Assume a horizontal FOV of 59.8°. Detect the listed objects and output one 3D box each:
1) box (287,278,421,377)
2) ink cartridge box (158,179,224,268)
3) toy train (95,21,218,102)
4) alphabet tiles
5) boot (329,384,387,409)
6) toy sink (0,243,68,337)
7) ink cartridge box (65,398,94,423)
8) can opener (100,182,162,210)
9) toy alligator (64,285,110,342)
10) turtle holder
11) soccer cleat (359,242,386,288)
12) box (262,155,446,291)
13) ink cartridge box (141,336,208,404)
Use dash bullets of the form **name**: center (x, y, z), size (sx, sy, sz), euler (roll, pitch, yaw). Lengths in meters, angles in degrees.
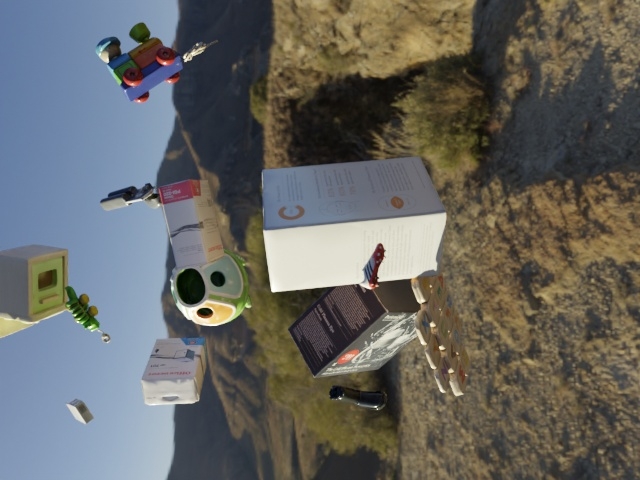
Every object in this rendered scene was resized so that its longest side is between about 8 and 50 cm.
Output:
- **box**: center (0.141, 0.240, 1.666), size (0.312, 0.343, 0.179), euler (-48, 58, 24)
- **ink cartridge box**: center (-0.333, -0.043, 1.461), size (0.158, 0.092, 0.217), euler (-38, -65, -83)
- **toy train**: center (-0.379, -0.444, 1.285), size (0.143, 0.248, 0.105), euler (51, 167, 4)
- **alphabet tiles**: center (0.267, 0.185, 1.215), size (0.284, 0.021, 0.278), euler (67, -153, -12)
- **boot**: center (0.086, 0.372, 1.330), size (0.121, 0.099, 0.045), euler (-22, 49, 54)
- **toy sink**: center (-0.770, 0.141, 1.486), size (0.153, 0.131, 0.234), euler (-29, -55, -73)
- **ink cartridge box**: center (-0.704, 0.495, 1.623), size (0.115, 0.029, 0.063), euler (-11, 109, 52)
- **can opener**: center (-0.627, -0.128, 1.857), size (0.095, 0.283, 0.076), euler (57, -131, -26)
- **toy alligator**: center (-0.614, 0.204, 1.456), size (0.189, 0.056, 0.051), euler (62, -170, -19)
- **turtle holder**: center (-0.365, 0.114, 1.803), size (0.227, 0.243, 0.320), euler (13, -99, -73)
- **soccer cleat**: center (0.091, 0.043, 0.974), size (0.036, 0.029, 0.083), euler (4, 77, 40)
- **box**: center (0.058, -0.039, 1.154), size (0.215, 0.345, 0.168), euler (-99, 5, -51)
- **ink cartridge box**: center (-0.384, 0.343, 1.485), size (0.190, 0.140, 0.082), euler (-101, 10, -69)
